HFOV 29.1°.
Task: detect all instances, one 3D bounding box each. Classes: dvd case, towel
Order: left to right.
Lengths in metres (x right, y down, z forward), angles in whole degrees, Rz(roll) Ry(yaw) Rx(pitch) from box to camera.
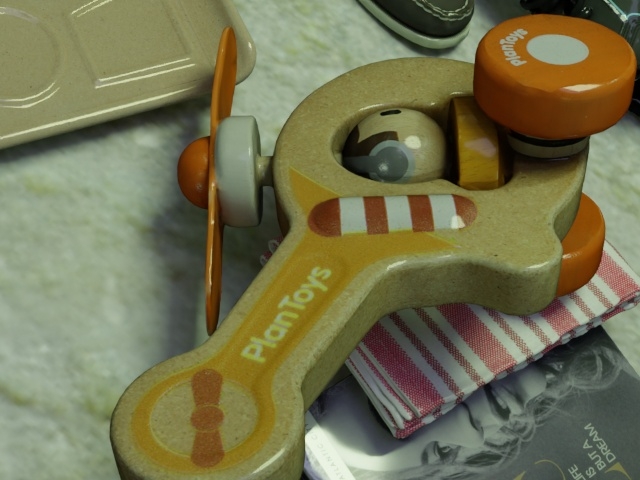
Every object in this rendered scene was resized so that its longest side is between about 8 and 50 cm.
[{"bbox_3d":[0.081,0.021,0.734,0.197,0.029,0.144,-24,60,-28],"label":"towel"},{"bbox_3d":[0.103,0.121,0.710,0.221,0.018,0.164,-28,77,-28],"label":"dvd case"}]

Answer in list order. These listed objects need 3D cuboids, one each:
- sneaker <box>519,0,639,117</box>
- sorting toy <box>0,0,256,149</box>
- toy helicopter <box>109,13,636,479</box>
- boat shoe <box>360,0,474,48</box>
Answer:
[{"bbox_3d":[0.185,-0.166,0.821,0.267,0.101,0.106,34,69,-14],"label":"sneaker"},{"bbox_3d":[-0.168,-0.148,0.740,0.208,0.038,0.193,-20,73,-22],"label":"sorting toy"},{"bbox_3d":[0.000,0.000,0.621,0.235,0.140,0.355,18,43,21],"label":"toy helicopter"},{"bbox_3d":[0.038,-0.235,0.833,0.081,0.069,0.228,-24,75,-28],"label":"boat shoe"}]
